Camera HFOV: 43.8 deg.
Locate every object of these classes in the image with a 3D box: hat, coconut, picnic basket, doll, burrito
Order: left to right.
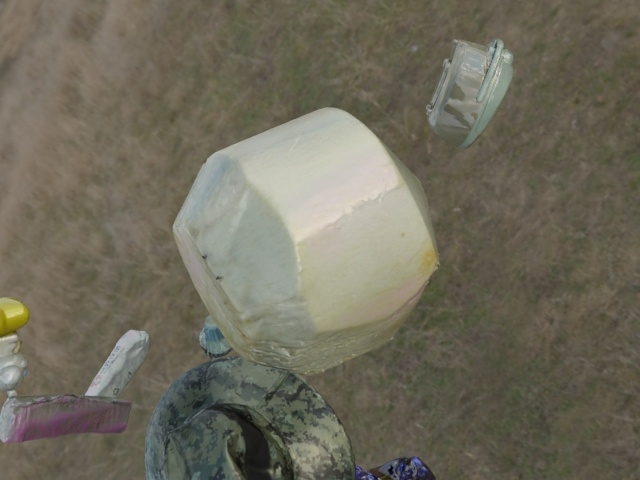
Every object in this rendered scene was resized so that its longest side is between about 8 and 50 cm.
[{"bbox_3d":[-0.349,0.122,0.866,0.135,0.072,0.113,39,133,52],"label":"doll"},{"bbox_3d":[-0.361,0.239,1.378,0.064,0.064,0.203,-18,34,53],"label":"burrito"},{"bbox_3d":[-0.151,0.153,1.213,0.083,0.083,0.065,20,52,41],"label":"picnic basket"},{"bbox_3d":[-0.103,0.247,0.859,0.266,0.128,0.265,-4,78,18],"label":"hat"},{"bbox_3d":[0.000,-0.003,0.706,0.241,0.241,0.241,-41,32,33],"label":"coconut"}]

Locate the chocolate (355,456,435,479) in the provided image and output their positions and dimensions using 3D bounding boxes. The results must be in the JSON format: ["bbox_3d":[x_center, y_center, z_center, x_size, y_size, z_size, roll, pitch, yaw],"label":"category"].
[{"bbox_3d":[0.086,0.345,1.074,0.148,0.343,0.126,42,111,36],"label":"chocolate"}]

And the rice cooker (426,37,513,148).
[{"bbox_3d":[0.271,-0.272,1.453,0.145,0.127,0.206,-74,1,-69],"label":"rice cooker"}]

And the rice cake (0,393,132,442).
[{"bbox_3d":[-0.259,0.181,0.818,0.036,0.207,0.047,3,79,17],"label":"rice cake"}]
